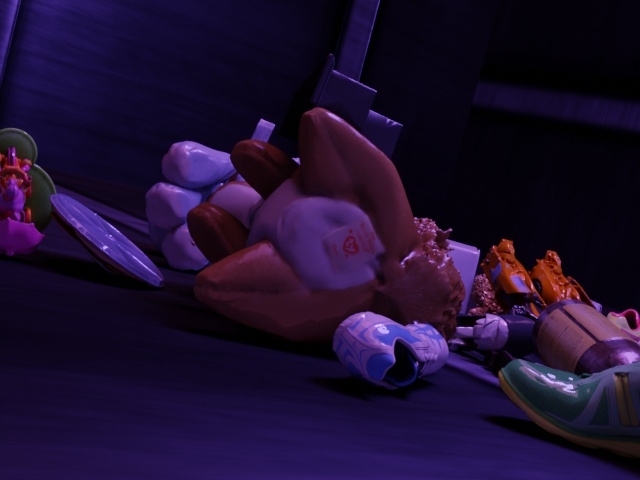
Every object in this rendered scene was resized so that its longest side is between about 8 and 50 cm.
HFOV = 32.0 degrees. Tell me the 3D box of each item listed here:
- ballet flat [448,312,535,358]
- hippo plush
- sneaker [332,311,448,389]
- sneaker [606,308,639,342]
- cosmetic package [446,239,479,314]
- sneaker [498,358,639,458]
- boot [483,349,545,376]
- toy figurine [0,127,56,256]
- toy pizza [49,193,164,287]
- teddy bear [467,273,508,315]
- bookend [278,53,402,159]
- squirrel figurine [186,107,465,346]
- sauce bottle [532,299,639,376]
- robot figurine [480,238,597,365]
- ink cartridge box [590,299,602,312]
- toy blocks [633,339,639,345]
[{"bbox_3d":[0.239,0.142,1.679,0.074,0.074,0.203,12,-7,-38],"label":"ballet flat"},{"bbox_3d":[-0.216,-0.083,1.927,0.234,0.294,0.236,37,-17,-30],"label":"hippo plush"},{"bbox_3d":[0.092,0.138,1.283,0.086,0.085,0.237,52,16,26],"label":"sneaker"},{"bbox_3d":[0.565,0.173,2.018,0.081,0.094,0.208,15,1,36],"label":"sneaker"},{"bbox_3d":[0.095,0.040,2.070,0.384,0.156,0.217,16,4,8],"label":"cosmetic package"},{"bbox_3d":[0.344,0.176,1.225,0.295,0.124,0.109,15,4,17],"label":"sneaker"},{"bbox_3d":[0.302,0.188,1.593,0.114,0.037,0.106,18,4,-12],"label":"boot"},{"bbox_3d":[-0.418,-0.050,1.520,0.130,0.173,0.159,1,21,-19],"label":"toy figurine"},{"bbox_3d":[-0.304,0.007,1.567,0.201,0.032,0.201,40,1,-1],"label":"toy pizza"},{"bbox_3d":[0.406,0.128,2.088,0.338,0.113,0.245,15,16,-42],"label":"teddy bear"},{"bbox_3d":[0.045,-0.158,1.465,0.156,0.072,0.157,24,-15,-11],"label":"bookend"},{"bbox_3d":[0.001,0.029,1.535,0.397,0.281,0.370,28,-11,-17],"label":"squirrel figurine"},{"bbox_3d":[0.373,0.173,1.447,0.111,0.111,0.344,14,13,-9],"label":"sauce bottle"},{"bbox_3d":[0.384,0.119,1.844,0.211,0.085,0.291,12,30,-27],"label":"robot figurine"},{"bbox_3d":[0.515,0.152,2.477,0.158,0.092,0.218,14,2,-1],"label":"ink cartridge box"},{"bbox_3d":[0.455,0.183,1.612,0.123,0.054,0.148,-21,3,-16],"label":"toy blocks"}]
